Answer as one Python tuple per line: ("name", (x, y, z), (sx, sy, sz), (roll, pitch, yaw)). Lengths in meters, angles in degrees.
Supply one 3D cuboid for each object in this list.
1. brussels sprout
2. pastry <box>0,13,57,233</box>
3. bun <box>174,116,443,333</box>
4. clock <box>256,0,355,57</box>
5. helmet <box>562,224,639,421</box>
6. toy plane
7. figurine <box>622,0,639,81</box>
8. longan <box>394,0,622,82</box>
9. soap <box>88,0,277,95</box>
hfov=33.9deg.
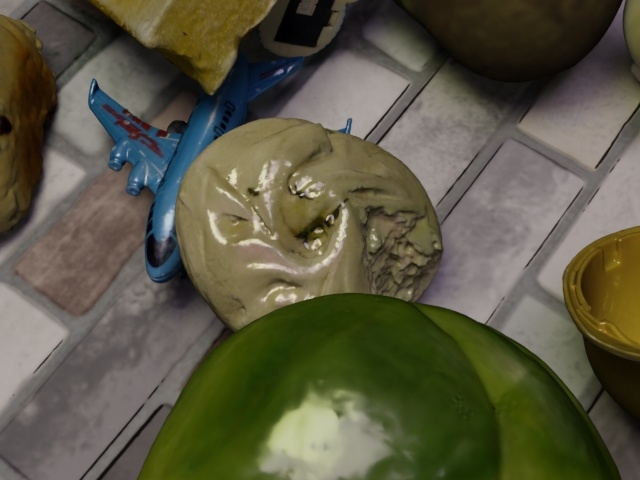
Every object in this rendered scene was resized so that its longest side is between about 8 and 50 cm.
("brussels sprout", (0.025, 0.199, 0.727), (0.371, 0.276, 0.315), (-21, 80, -11))
("pastry", (-0.383, -0.130, 0.970), (0.236, 0.170, 0.256), (2, 58, 1))
("bun", (0.000, 0.000, 0.868), (0.237, 0.116, 0.210), (3, 85, -21))
("clock", (-0.019, -0.307, 1.027), (0.100, 0.194, 0.195), (6, 53, -22))
("helmet", (0.295, 0.088, 0.817), (0.205, 0.140, 0.257), (1, 26, 20))
("toy plane", (-0.107, -0.075, 0.961), (0.254, 0.105, 0.271), (11, 65, 9))
("figurine", (0.401, -0.115, 0.876), (0.274, 0.226, 0.394), (32, 37, -21))
("longan", (0.171, -0.271, 0.989), (0.246, 0.215, 0.246), (-7, 39, 6))
("soap", (-0.140, -0.282, 0.971), (0.199, 0.091, 0.315), (-56, 40, 9))
